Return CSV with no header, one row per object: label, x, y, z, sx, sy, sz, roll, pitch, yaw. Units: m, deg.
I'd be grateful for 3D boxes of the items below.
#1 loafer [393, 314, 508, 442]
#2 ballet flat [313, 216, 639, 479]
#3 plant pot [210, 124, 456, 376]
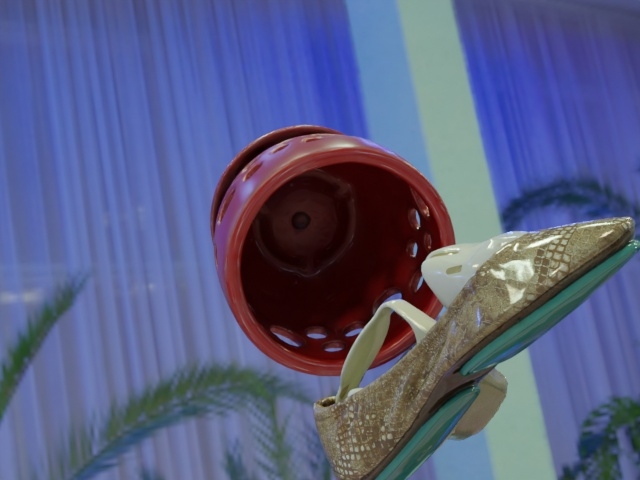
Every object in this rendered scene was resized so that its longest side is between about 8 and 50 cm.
loafer,0.113,0.128,1.026,0.102,0.092,0.268,-55,-3,12
ballet flat,0.060,0.044,0.558,0.073,0.067,0.206,-8,-35,-54
plant pot,0.000,0.000,1.005,0.191,0.191,0.174,-7,15,-11
